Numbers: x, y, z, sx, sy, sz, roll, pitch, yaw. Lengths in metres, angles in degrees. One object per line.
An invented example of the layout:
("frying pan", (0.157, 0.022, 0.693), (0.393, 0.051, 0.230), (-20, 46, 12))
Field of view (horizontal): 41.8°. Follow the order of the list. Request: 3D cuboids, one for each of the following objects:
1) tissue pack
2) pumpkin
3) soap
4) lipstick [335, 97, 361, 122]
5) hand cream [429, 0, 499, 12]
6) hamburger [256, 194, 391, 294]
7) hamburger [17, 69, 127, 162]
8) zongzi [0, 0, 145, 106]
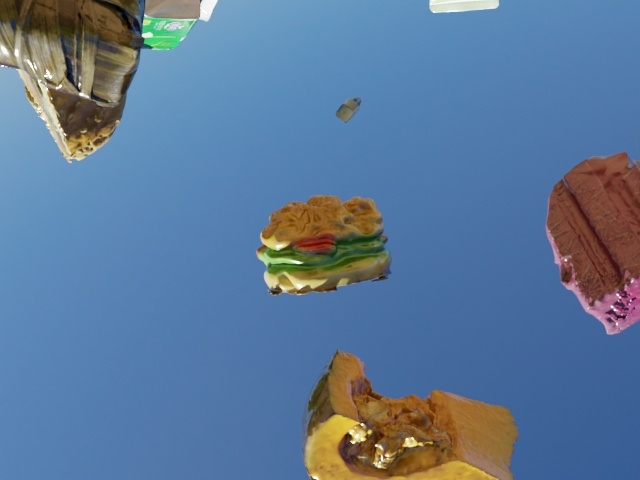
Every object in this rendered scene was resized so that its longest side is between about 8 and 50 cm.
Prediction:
("tissue pack", (-0.249, -0.421, 1.431), (0.156, 0.148, 0.209), (-4, 179, -20))
("pumpkin", (0.088, 0.225, 0.920), (0.131, 0.248, 0.126), (-89, -156, -63))
("soap", (0.525, -0.015, 1.506), (0.220, 0.127, 0.325), (-39, -142, 25))
("lipstick", (0.053, -0.226, 1.412), (0.025, 0.025, 0.107), (-48, -178, 27))
("hand cream", (0.258, -0.593, 1.620), (0.147, 0.305, 0.093), (4, -147, 29))
("hamburger", (0.000, 0.000, 1.385), (0.237, 0.148, 0.237), (-10, -175, 1))
("hamburger", (-0.445, -0.332, 1.544), (0.209, 0.330, 0.162), (-30, -167, -25))
("zongzi", (-0.347, -0.303, 0.968), (0.288, 0.134, 0.286), (10, -135, -19))
